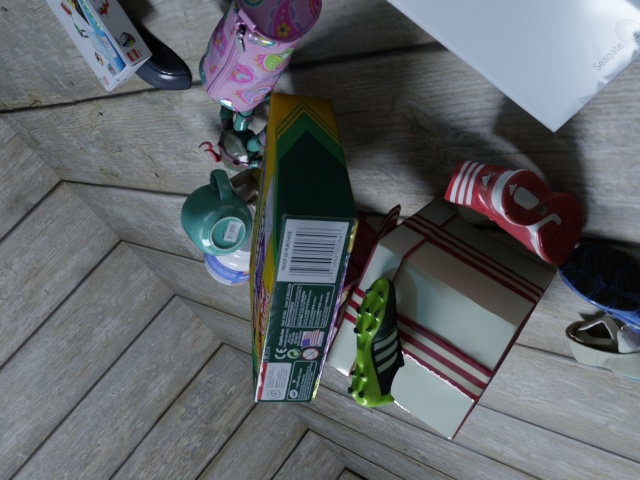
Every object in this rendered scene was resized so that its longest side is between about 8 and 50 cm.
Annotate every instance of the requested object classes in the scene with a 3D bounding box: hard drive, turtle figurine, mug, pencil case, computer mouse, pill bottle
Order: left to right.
[{"bbox_3d":[-0.368,-0.355,1.517,0.262,0.060,0.184,41,159,-3],"label":"computer mouse"},{"bbox_3d":[-0.205,-0.044,1.539,0.097,0.129,0.158,45,166,50],"label":"mug"},{"bbox_3d":[-0.190,0.009,1.843,0.152,0.152,0.272,40,161,-1],"label":"pill bottle"},{"bbox_3d":[-0.126,-0.178,1.399,0.175,0.118,0.234,41,155,-4],"label":"turtle figurine"},{"bbox_3d":[-0.096,-0.280,1.102,0.124,0.124,0.284,42,161,-7],"label":"pencil case"},{"bbox_3d":[0.154,-0.275,0.776,0.353,0.047,0.233,39,160,2],"label":"hard drive"}]

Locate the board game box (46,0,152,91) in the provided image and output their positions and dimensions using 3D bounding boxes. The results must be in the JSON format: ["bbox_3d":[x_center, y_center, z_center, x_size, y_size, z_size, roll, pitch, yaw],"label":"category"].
[{"bbox_3d":[-0.428,-0.427,1.394,0.305,0.053,0.193,58,156,-13],"label":"board game box"}]

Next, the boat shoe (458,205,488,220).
[{"bbox_3d":[0.255,-0.054,1.077,0.133,0.042,0.049,-1,131,42],"label":"boat shoe"}]

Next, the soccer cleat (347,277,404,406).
[{"bbox_3d":[0.084,0.139,1.073,0.072,0.179,0.060,6,-176,-34],"label":"soccer cleat"}]

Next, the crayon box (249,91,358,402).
[{"bbox_3d":[-0.043,0.010,1.196,0.106,0.313,0.363,3,129,-11],"label":"crayon box"}]

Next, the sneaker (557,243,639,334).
[{"bbox_3d":[0.414,0.084,1.038,0.221,0.083,0.087,34,165,22],"label":"sneaker"}]

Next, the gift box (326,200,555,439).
[{"bbox_3d":[0.173,0.106,1.199,0.258,0.276,0.255,31,115,15],"label":"gift box"}]

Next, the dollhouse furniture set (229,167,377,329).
[{"bbox_3d":[0.000,0.000,1.556,0.374,0.152,0.201,48,168,33],"label":"dollhouse furniture set"}]

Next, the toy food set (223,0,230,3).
[{"bbox_3d":[-0.138,-0.379,1.112,0.078,0.019,0.122,26,156,35],"label":"toy food set"}]

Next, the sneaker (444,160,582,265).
[{"bbox_3d":[0.244,-0.048,1.003,0.128,0.087,0.221,30,175,43],"label":"sneaker"}]

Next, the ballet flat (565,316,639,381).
[{"bbox_3d":[0.437,0.151,1.127,0.086,0.086,0.248,44,167,-10],"label":"ballet flat"}]
